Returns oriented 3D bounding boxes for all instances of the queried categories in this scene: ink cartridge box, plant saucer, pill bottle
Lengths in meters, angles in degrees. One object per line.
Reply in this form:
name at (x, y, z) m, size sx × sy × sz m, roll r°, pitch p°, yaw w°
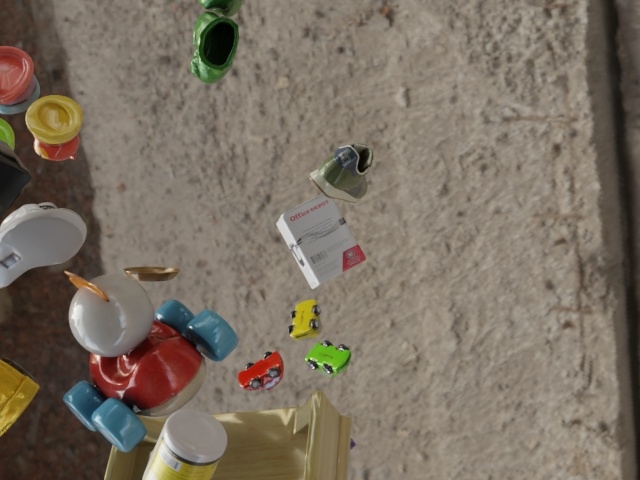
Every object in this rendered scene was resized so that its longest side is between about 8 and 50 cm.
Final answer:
ink cartridge box at (0.000, 0.000, 1.732) m, size 0.150 × 0.109 × 0.063 m, roll 61°, pitch 162°, yaw 4°
plant saucer at (-0.248, 0.050, 1.334) m, size 0.083 × 0.083 × 0.015 m, roll 5°, pitch 96°, yaw 38°
pill bottle at (-0.141, 0.230, 0.908) m, size 0.065 × 0.065 × 0.116 m, roll 40°, pitch 122°, yaw 22°

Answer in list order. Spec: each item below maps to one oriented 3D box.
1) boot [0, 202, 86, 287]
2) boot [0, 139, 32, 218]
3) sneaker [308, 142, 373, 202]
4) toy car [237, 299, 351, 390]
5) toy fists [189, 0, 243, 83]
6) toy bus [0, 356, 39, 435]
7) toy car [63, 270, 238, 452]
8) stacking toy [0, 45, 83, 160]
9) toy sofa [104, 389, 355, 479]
boot at (-0.435, -0.020, 1.393) m, size 0.258 × 0.123 × 0.095 m, roll -21°, pitch 126°, yaw 34°
boot at (-0.634, -0.052, 1.116) m, size 0.367 × 0.445 × 0.146 m, roll -33°, pitch 70°, yaw 13°
sneaker at (0.053, -0.109, 1.403) m, size 0.086 × 0.192 × 0.064 m, roll -44°, pitch 78°, yaw 16°
toy car at (-0.022, 0.227, 1.776) m, size 0.225 × 0.239 × 0.053 m, roll 10°, pitch 141°, yaw 46°
toy fists at (-0.201, -0.450, 1.811) m, size 0.096 × 0.142 × 0.279 m, roll 9°, pitch 87°, yaw -7°
toy bus at (-0.559, 0.206, 1.352) m, size 0.211 × 0.149 × 0.220 m, roll 49°, pitch 151°, yaw -23°
toy car at (-0.281, 0.122, 1.260) m, size 0.210 × 0.219 × 0.238 m, roll 9°, pitch 136°, yaw 54°
stacking toy at (-0.709, -0.265, 2.030) m, size 0.309 × 0.280 × 0.130 m, roll 48°, pitch 155°, yaw 18°
toy sofa at (-0.133, 0.348, 1.405) m, size 0.363 × 0.150 × 0.177 m, roll -8°, pitch 142°, yaw 19°
